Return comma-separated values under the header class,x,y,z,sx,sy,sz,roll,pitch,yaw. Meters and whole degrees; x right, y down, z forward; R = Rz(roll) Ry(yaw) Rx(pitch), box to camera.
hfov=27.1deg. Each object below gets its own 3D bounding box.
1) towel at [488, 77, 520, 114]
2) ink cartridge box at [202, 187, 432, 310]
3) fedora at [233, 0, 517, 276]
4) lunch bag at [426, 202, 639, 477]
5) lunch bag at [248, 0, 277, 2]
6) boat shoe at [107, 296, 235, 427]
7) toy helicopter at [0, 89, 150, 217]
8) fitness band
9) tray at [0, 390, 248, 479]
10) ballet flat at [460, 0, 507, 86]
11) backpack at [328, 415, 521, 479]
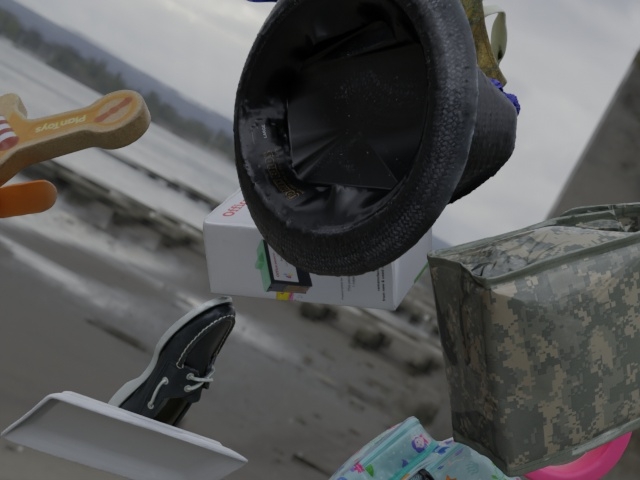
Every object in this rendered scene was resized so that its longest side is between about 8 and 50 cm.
class,x,y,z,sx,sy,sz,roll,pitch,yaw
towel,0.092,-0.131,1.759,0.228,0.308,0.076,26,-32,36
ink cartridge box,0.000,0.000,1.883,0.278,0.117,0.201,5,22,19
fedora,0.064,-0.113,1.228,0.152,0.334,0.334,6,15,-38
lunch bag,0.286,0.097,1.483,0.287,0.235,0.169,-15,15,-18
lunch bag,-0.027,-0.323,1.559,0.129,0.096,0.151,-1,-17,-17
boat shoe,-0.204,0.202,1.946,0.114,0.302,0.091,-8,55,-47
toy helicopter,-0.387,-0.111,1.680,0.235,0.355,0.140,-91,163,-48
fitness band,0.364,0.215,1.899,0.209,0.290,0.054,11,8,-20
tray,-0.236,0.243,1.613,0.270,0.030,0.145,24,-38,-27
ballet flat,0.223,-0.348,1.998,0.123,0.123,0.348,29,-30,36
backpack,0.113,0.329,1.632,0.191,0.253,0.225,56,-24,14
